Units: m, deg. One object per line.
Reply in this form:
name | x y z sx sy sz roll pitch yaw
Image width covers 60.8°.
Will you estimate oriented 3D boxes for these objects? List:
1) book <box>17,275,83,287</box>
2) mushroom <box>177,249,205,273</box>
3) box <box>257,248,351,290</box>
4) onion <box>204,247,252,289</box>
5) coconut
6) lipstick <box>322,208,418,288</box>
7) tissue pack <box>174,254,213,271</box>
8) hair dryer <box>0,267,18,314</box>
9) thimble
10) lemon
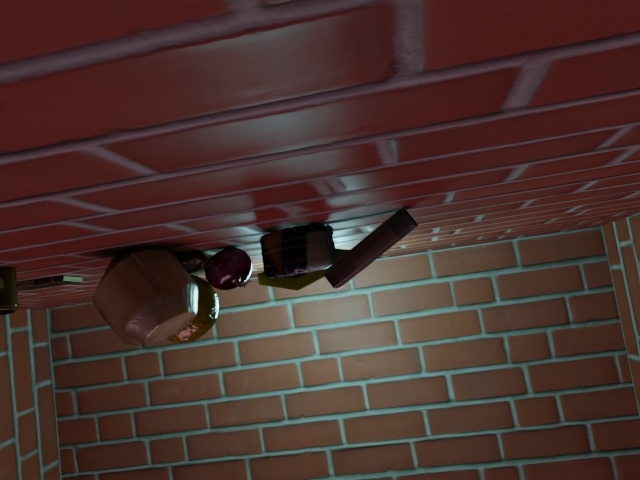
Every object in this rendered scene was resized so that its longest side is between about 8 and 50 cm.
book | -1.105 0.172 2.195 0.231 0.026 0.161 -9 173 2
mushroom | -0.464 0.076 1.915 0.123 0.052 0.123 -24 153 -13
box | -0.042 0.094 1.951 0.187 0.047 0.335 3 -161 40
onion | -0.335 0.108 1.994 0.178 0.153 0.177 -10 168 -2
coconut | -0.552 0.168 1.722 0.323 0.322 0.323 -8 174 -1
lipstick | 0.150 0.028 1.664 0.317 0.066 0.068 -40 166 17
tissue pack | -0.568 0.097 1.996 0.326 0.071 0.170 -2 173 -45
hair dryer | -0.966 0.129 1.604 0.090 0.134 0.278 -7 164 -18
thimble | -0.068 0.034 1.717 0.238 0.150 0.237 -10 175 -1
lemon | -0.495 0.245 1.981 0.268 0.267 0.267 -8 174 -1
